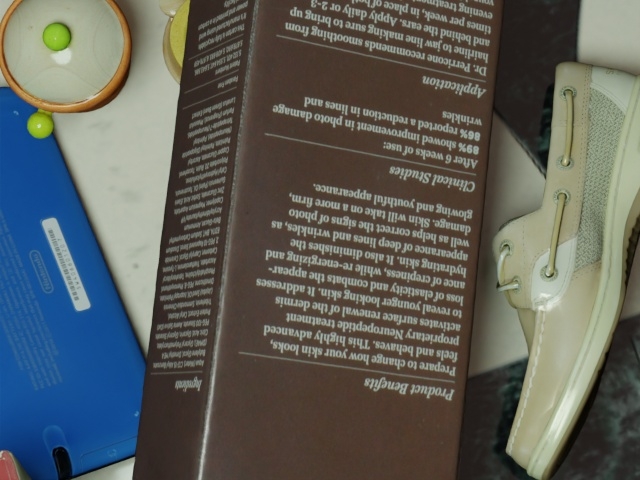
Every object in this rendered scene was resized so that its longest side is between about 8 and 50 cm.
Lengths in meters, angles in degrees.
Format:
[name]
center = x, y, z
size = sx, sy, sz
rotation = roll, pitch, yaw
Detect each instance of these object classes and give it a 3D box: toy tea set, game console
[toy tea set]
center = -0.160, -0.240, 1.303
size = 0.200, 0.124, 0.336
rotation = -18, 86, 0
[game console]
center = -0.293, 0.068, 1.321
size = 0.250, 0.173, 0.293
rotation = -17, 79, -32

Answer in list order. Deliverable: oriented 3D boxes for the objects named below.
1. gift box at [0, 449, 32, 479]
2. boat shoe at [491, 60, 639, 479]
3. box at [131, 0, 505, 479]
[gift box]
center = -0.250, 0.323, 1.170
size = 0.255, 0.258, 0.276
rotation = -15, 67, -2
[boat shoe]
center = 0.169, 0.017, 1.278
size = 0.098, 0.109, 0.302
rotation = 15, 77, 9
[box]
center = 0.000, 0.000, 1.238
size = 0.191, 0.143, 0.381
rotation = 10, 80, -24
